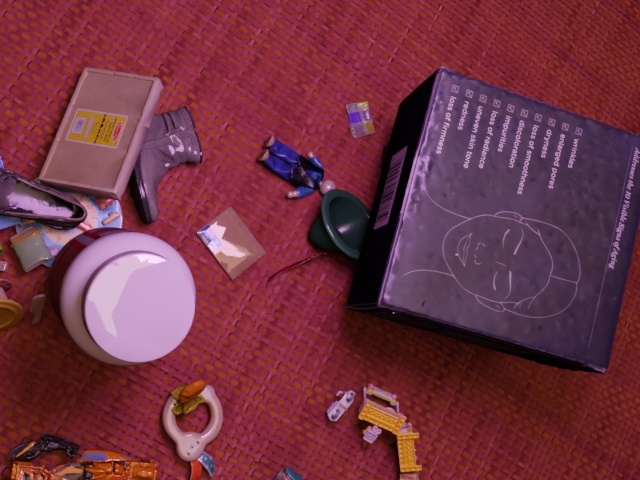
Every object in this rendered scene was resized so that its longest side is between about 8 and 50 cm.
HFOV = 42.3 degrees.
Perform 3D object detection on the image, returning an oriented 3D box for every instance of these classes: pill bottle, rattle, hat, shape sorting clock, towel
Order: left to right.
[{"bbox_3d":[-0.500,-0.043,1.652,0.206,0.040,0.206,3,80,-20],"label":"shape sorting clock"},{"bbox_3d":[-0.354,0.095,1.473,0.228,0.407,0.229,-1,93,-22],"label":"pill bottle"},{"bbox_3d":[-0.236,0.383,1.636,0.130,0.142,0.200,9,72,-38],"label":"rattle"},{"bbox_3d":[0.000,0.000,1.844,0.208,0.183,0.173,12,56,-45],"label":"hat"},{"bbox_3d":[0.094,-0.281,1.925,0.060,0.009,0.083,-12,86,-21],"label":"towel"}]

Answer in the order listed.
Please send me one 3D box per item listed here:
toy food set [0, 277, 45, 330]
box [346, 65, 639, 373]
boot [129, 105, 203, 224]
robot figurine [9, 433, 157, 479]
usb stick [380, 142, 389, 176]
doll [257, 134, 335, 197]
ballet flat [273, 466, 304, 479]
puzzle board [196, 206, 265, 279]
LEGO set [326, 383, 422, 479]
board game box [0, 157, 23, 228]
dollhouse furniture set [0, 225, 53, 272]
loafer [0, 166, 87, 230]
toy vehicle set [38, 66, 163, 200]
[{"bbox_3d":[-0.632,0.119,1.549,0.217,0.128,0.071,-8,60,-22],"label":"toy food set"},{"bbox_3d":[0.357,-0.028,1.681,0.471,0.297,0.480,17,82,-8],"label":"box"},{"bbox_3d":[-0.316,-0.162,1.715,0.161,0.083,0.247,-8,80,-22],"label":"boot"},{"bbox_3d":[-0.463,0.479,1.561,0.290,0.085,0.211,9,78,-19],"label":"robot figurine"},{"bbox_3d":[0.168,-0.090,1.904,0.077,0.045,0.278,11,79,-17],"label":"usb stick"},{"bbox_3d":[-0.048,-0.151,1.833,0.189,0.046,0.129,30,63,-20],"label":"doll"},{"bbox_3d":[-0.022,0.558,1.733,0.206,0.073,0.067,43,97,-7],"label":"ballet flat"},{"bbox_3d":[-0.191,0.006,1.775,0.096,0.011,0.128,-39,95,-20],"label":"puzzle board"},{"bbox_3d":[0.149,0.414,1.812,0.132,0.107,0.287,-40,103,14],"label":"LEGO set"},{"bbox_3d":[-0.671,-0.110,1.547,0.160,0.039,0.212,-20,98,-30],"label":"board game box"},{"bbox_3d":[-0.597,0.030,1.573,0.151,0.058,0.076,-30,73,-6],"label":"dollhouse furniture set"},{"bbox_3d":[-0.563,-0.084,1.539,0.267,0.084,0.096,15,80,-32],"label":"loafer"},{"bbox_3d":[-0.435,-0.216,1.649,0.165,0.035,0.267,11,69,11],"label":"toy vehicle set"}]
